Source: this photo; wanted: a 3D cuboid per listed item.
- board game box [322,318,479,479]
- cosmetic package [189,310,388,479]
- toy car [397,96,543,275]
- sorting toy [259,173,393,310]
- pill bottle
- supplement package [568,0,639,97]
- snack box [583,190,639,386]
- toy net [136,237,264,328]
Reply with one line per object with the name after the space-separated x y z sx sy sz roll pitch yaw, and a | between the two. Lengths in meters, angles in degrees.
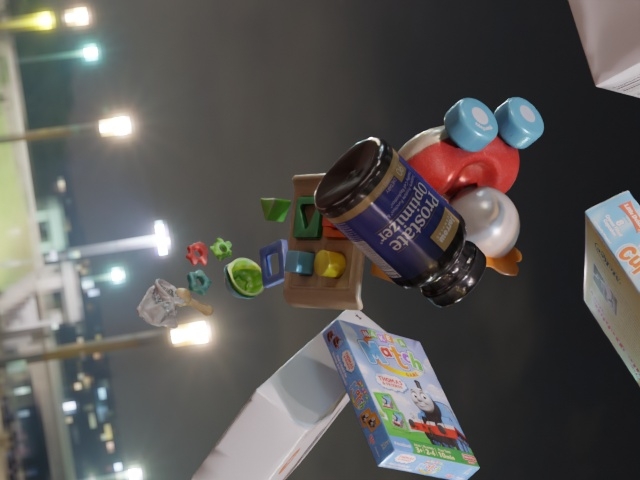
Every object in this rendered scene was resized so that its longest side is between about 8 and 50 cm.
0.102 0.205 1.849 0.039 0.160 0.211 -48 -133 26 | board game box
-0.058 0.273 2.074 0.284 0.097 0.377 -57 171 25 | cosmetic package
0.229 -0.049 2.072 0.219 0.210 0.238 -41 -113 39 | toy car
0.000 0.000 2.077 0.348 0.047 0.196 -1 -95 53 | sorting toy
0.106 -0.018 1.829 0.219 0.123 0.123 42 5 -23 | pill bottle
0.375 -0.263 1.531 0.149 0.203 0.194 -27 -111 38 | supplement package
0.372 0.125 1.479 0.187 0.060 0.322 75 -12 -57 | snack box
-0.195 0.062 2.262 0.045 0.232 0.122 -37 -102 44 | toy net
